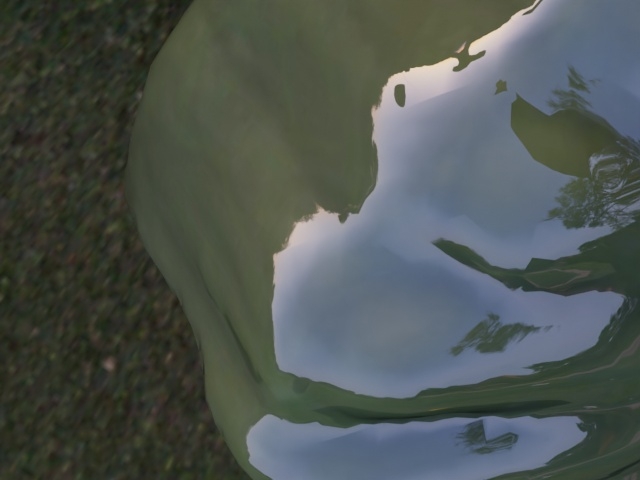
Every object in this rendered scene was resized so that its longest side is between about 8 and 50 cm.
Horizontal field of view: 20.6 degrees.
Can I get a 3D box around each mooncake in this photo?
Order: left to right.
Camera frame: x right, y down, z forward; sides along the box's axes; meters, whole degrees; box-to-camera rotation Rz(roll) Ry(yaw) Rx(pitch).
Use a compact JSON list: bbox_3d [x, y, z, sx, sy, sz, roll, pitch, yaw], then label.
[{"bbox_3d":[0.121,-0.026,0.603,0.351,0.187,0.351,-17,137,-17],"label":"mooncake"}]
